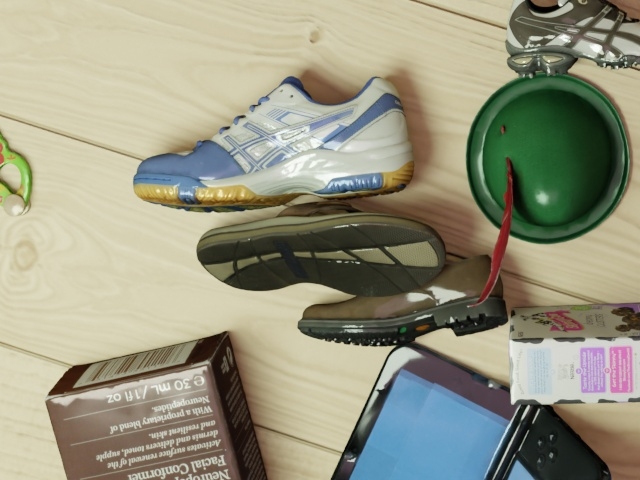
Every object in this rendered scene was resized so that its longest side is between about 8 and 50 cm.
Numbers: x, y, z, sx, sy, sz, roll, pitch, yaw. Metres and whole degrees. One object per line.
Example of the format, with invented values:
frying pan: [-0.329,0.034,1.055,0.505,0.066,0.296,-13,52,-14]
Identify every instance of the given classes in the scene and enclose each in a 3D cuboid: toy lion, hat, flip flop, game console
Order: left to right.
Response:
toy lion: [-0.363,-0.079,1.943,0.100,0.034,0.096,8,94,5]
flip flop: [0.000,0.000,1.873,0.277,0.080,0.112,-3,134,29]
game console: [0.135,0.298,1.887,0.173,0.250,0.293,18,104,-24]
hat: [0.230,-0.057,1.796,0.172,0.183,0.209,-3,100,7]

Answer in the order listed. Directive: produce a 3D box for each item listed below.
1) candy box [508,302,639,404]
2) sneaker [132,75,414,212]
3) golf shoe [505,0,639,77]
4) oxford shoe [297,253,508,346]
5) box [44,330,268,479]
candy box: [0.292,0.114,1.831,0.196,0.165,0.070,-2,100,7]
sneaker: [-0.052,-0.102,1.875,0.296,0.112,0.131,-6,85,3]
golf shoe: [0.286,-0.219,1.815,0.198,0.077,0.094,-4,100,6]
oxford shoe: [0.084,0.060,1.901,0.227,0.083,0.096,-10,74,12]
box: [-0.151,0.311,1.935,0.191,0.143,0.382,-14,100,9]
